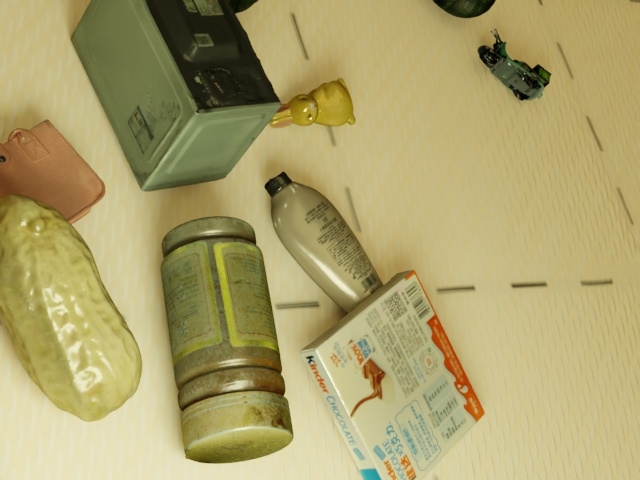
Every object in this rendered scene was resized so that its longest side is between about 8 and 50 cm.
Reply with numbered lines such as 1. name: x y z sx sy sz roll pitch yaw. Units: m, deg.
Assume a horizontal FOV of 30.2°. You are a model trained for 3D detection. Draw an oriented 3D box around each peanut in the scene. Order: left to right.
1. peanut: -0.345 0.085 1.543 0.152 0.152 0.313 -37 106 -43

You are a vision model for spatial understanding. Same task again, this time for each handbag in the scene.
1. handbag: -0.423 -0.069 1.659 0.157 0.059 0.212 52 48 1

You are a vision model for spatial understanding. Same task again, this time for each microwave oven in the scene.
1. microwave oven: -0.216 -0.259 1.804 0.181 0.237 0.295 -11 66 -40

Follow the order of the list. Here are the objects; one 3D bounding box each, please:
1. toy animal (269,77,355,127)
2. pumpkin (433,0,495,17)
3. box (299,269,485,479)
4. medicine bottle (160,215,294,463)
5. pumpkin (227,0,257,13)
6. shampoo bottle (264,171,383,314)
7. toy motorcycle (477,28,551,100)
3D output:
1. toy animal: -0.017 -0.221 2.036 0.159 0.070 0.083 -17 76 -35
2. pumpkin: 0.287 -0.531 2.396 0.167 0.125 0.167 7 55 -10
3. box: 0.117 0.222 1.826 0.265 0.048 0.273 -34 102 -43
4. medicine bottle: -0.137 0.137 1.673 0.151 0.151 0.322 6 60 -33
5. pumpkin: -0.180 -0.486 2.020 0.211 0.152 0.212 -2 96 -19
6. shampoo bottle: 0.000 0.000 1.901 0.127 0.078 0.257 -36 90 -41
7. toy motorcycle: 0.389 -0.351 2.408 0.173 0.058 0.100 34 42 -16
